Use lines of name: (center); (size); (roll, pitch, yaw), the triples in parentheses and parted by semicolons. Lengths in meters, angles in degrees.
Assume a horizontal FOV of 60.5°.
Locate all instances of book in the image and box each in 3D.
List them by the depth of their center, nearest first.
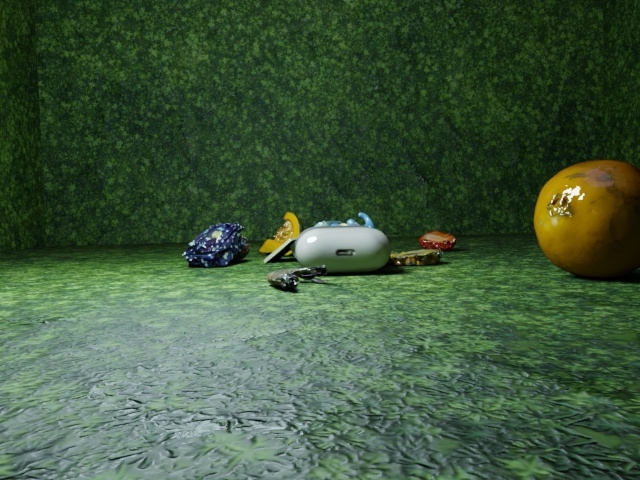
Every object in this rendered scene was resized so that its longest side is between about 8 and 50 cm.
book: (-0.140, 0.034, 2.135); (0.138, 0.016, 0.199); (-40, -5, 12)

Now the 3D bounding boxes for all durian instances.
durian: (-0.345, 0.040, 2.165); (0.140, 0.110, 0.071); (-3, 27, -5)

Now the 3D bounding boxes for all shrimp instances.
shrimp: (-0.053, 0.094, 1.373); (0.152, 0.046, 0.219); (-5, 3, -11)

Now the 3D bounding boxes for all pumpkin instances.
pumpkin: (-0.138, 0.018, 2.403); (0.111, 0.163, 0.278); (12, -52, -43)

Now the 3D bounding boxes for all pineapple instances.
pineapple: (0.318, 0.062, 1.881); (0.222, 0.047, 0.221); (-5, 2, 0)

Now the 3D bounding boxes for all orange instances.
orange: (0.706, -0.053, 1.392); (0.313, 0.311, 0.312); (-2, 3, 0)

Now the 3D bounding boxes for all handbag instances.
handbag: (-0.388, 0.017, 2.029); (0.162, 0.113, 0.260); (-2, 28, 24)

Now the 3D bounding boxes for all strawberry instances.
strawberry: (0.523, 0.016, 2.440); (0.121, 0.082, 0.188); (-25, 23, -27)

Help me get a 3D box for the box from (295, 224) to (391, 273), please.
box: (0.064, 0.024, 1.728); (0.289, 0.141, 0.349); (-3, 3, -2)

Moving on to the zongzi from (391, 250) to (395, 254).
zongzi: (0.222, 0.065, 1.993); (0.076, 0.040, 0.083); (-8, 15, 46)

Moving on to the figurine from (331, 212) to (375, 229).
figurine: (0.135, -0.002, 2.036); (0.154, 0.179, 0.262); (-23, -2, 34)

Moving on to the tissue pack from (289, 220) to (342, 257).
tissue pack: (0.000, 0.000, 2.181); (0.177, 0.089, 0.263); (-37, -9, 14)
